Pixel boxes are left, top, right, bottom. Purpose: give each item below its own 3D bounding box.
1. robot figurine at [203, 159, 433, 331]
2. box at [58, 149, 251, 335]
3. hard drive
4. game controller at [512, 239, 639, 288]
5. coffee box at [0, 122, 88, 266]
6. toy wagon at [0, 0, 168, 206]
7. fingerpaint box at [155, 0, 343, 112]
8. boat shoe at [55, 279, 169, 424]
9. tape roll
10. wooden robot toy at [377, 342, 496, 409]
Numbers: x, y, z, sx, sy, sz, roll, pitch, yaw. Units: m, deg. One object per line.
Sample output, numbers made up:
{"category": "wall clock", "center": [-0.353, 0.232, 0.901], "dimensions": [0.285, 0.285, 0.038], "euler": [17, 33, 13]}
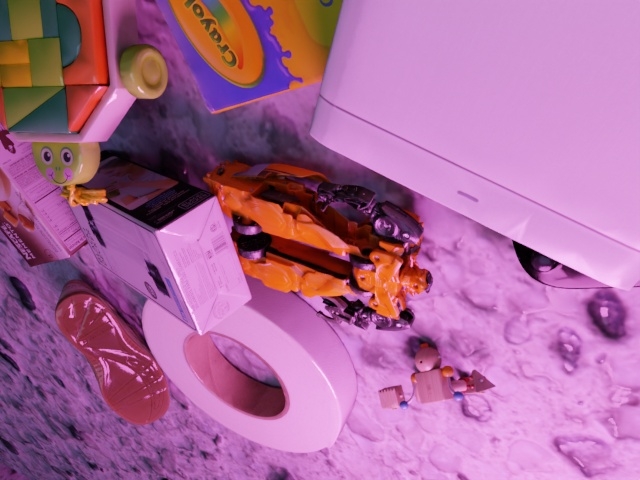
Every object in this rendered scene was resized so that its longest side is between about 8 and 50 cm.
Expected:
{"category": "robot figurine", "center": [0.000, 0.000, 0.683], "dimensions": [0.290, 0.085, 0.211], "euler": [17, 134, 22]}
{"category": "box", "center": [-0.234, -0.007, 0.770], "dimensions": [0.290, 0.087, 0.169], "euler": [24, 139, 40]}
{"category": "hard drive", "center": [0.139, -0.147, 0.257], "dimensions": [0.233, 0.047, 0.353], "euler": [28, 135, 9]}
{"category": "game controller", "center": [0.310, -0.041, 0.457], "dimensions": [0.319, 0.067, 0.167], "euler": [-7, 122, 36]}
{"category": "coffee box", "center": [-0.479, -0.088, 0.913], "dimensions": [0.141, 0.098, 0.247], "euler": [-9, 120, 38]}
{"category": "toy wagon", "center": [-0.295, -0.205, 0.632], "dimensions": [0.267, 0.068, 0.345], "euler": [6, 104, 25]}
{"category": "fingerpaint box", "center": [0.001, -0.344, 0.331], "dimensions": [0.371, 0.163, 0.445], "euler": [-6, 121, 36]}
{"category": "boat shoe", "center": [-0.408, 0.224, 1.139], "dimensions": [0.110, 0.121, 0.341], "euler": [40, 153, 60]}
{"category": "tape roll", "center": [-0.125, 0.206, 0.951], "dimensions": [0.391, 0.072, 0.392], "euler": [18, 133, 21]}
{"category": "wooden robot toy", "center": [0.151, 0.179, 0.769], "dimensions": [0.173, 0.076, 0.079], "euler": [-27, 73, 44]}
